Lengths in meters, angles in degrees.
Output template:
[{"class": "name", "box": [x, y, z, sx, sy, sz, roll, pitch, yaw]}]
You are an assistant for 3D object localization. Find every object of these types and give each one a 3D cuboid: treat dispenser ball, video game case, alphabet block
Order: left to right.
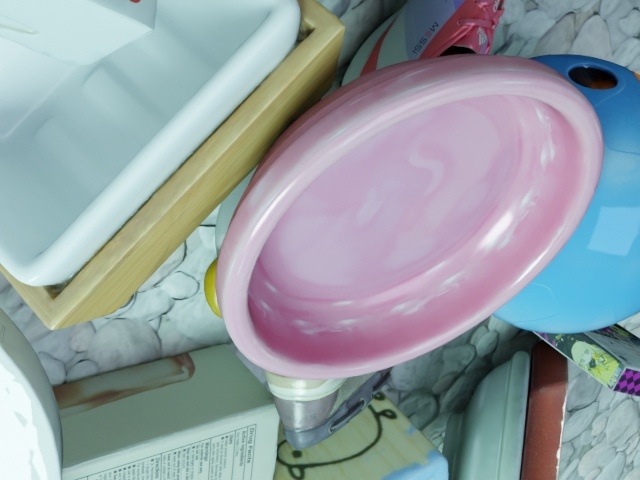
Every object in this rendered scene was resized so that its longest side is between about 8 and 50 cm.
[{"class": "alphabet block", "box": [0.018, 0.293, 1.125, 0.192, 0.197, 0.193, -23, 130, -24]}, {"class": "treat dispenser ball", "box": [0.246, -0.047, 1.003, 0.288, 0.288, 0.288, -19, 128, -26]}, {"class": "video game case", "box": [0.374, 0.139, 1.281, 0.232, 0.210, 0.042, 17, 107, -43]}]

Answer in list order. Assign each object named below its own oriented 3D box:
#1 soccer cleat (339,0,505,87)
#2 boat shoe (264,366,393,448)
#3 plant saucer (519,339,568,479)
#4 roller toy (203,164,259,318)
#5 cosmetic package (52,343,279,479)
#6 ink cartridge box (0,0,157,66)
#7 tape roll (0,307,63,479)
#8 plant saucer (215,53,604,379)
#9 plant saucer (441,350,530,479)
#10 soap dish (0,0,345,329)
[{"class": "soccer cleat", "box": [0.138, -0.232, 0.918, 0.108, 0.116, 0.318, 21, 105, -43]}, {"class": "boat shoe", "box": [0.023, 0.135, 1.022, 0.285, 0.103, 0.092, -27, 121, -67]}, {"class": "plant saucer", "box": [0.297, 0.271, 1.306, 0.258, 0.047, 0.259, -39, 133, -73]}, {"class": "roller toy", "box": [0.000, 0.000, 0.949, 0.191, 0.146, 0.209, 17, 98, -35]}, {"class": "cosmetic package", "box": [-0.202, 0.223, 0.959, 0.296, 0.129, 0.153, -10, 122, -31]}, {"class": "ink cartridge box", "box": [-0.179, -0.239, 0.621, 0.153, 0.087, 0.208, 18, 69, -44]}, {"class": "tape roll", "box": [-0.393, 0.179, 0.728, 0.392, 0.072, 0.392, -4, 109, -13]}, {"class": "plant saucer", "box": [0.065, -0.021, 0.778, 0.332, 0.084, 0.332, -19, 142, -15]}, {"class": "plant saucer", "box": [0.207, 0.339, 1.269, 0.400, 0.100, 0.400, 6, 90, -79]}, {"class": "soap dish", "box": [-0.148, -0.103, 0.726, 0.291, 0.229, 0.118, -46, 152, -3]}]
